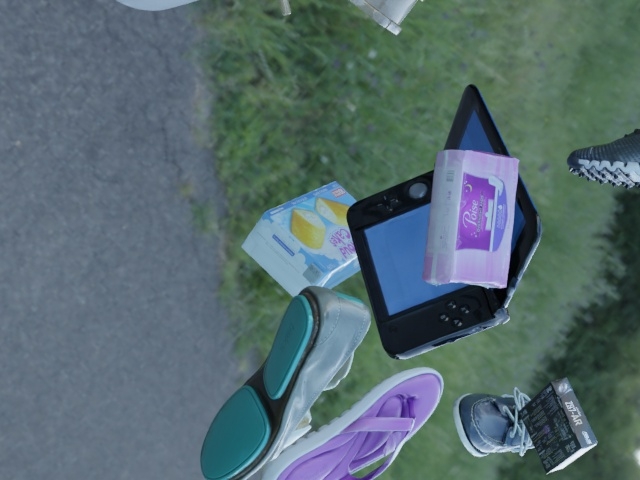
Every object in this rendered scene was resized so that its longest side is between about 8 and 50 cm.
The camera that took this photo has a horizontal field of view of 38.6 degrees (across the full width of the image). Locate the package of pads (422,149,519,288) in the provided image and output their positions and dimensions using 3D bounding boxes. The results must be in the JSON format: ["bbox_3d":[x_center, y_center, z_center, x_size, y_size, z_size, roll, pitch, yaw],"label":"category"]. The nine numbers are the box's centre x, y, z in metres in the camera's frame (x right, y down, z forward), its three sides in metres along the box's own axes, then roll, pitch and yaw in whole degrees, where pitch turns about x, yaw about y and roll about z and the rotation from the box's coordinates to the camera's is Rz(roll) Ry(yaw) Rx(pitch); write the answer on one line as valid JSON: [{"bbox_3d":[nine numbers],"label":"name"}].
[{"bbox_3d":[0.091,-0.013,0.556,0.050,0.032,0.083,5,91,-33],"label":"package of pads"}]

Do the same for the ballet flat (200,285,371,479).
[{"bbox_3d":[-0.025,0.124,0.722,0.068,0.072,0.213,10,126,-33],"label":"ballet flat"}]

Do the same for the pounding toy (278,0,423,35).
[{"bbox_3d":[0.011,-0.391,1.365,0.154,0.270,0.154,-52,-174,14],"label":"pounding toy"}]

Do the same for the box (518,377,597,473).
[{"bbox_3d":[0.222,0.176,0.862,0.018,0.067,0.083,-12,152,-18],"label":"box"}]

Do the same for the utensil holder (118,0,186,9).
[{"bbox_3d":[-0.270,-0.616,1.752,0.328,0.327,0.385,-41,-158,-21],"label":"utensil holder"}]

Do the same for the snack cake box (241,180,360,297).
[{"bbox_3d":[0.000,0.000,1.606,0.089,0.152,0.264,-53,168,28],"label":"snack cake box"}]

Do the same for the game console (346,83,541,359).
[{"bbox_3d":[0.153,-0.027,1.246,0.250,0.293,0.173,-22,138,9],"label":"game console"}]

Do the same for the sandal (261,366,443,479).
[{"bbox_3d":[0.084,0.387,1.699,0.416,0.102,0.169,-29,130,-22],"label":"sandal"}]

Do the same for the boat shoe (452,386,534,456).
[{"bbox_3d":[0.269,0.263,1.305,0.079,0.095,0.255,-19,154,29],"label":"boat shoe"}]

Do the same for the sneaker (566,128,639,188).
[{"bbox_3d":[0.450,-0.128,1.223,0.078,0.234,0.106,24,72,-52],"label":"sneaker"}]
